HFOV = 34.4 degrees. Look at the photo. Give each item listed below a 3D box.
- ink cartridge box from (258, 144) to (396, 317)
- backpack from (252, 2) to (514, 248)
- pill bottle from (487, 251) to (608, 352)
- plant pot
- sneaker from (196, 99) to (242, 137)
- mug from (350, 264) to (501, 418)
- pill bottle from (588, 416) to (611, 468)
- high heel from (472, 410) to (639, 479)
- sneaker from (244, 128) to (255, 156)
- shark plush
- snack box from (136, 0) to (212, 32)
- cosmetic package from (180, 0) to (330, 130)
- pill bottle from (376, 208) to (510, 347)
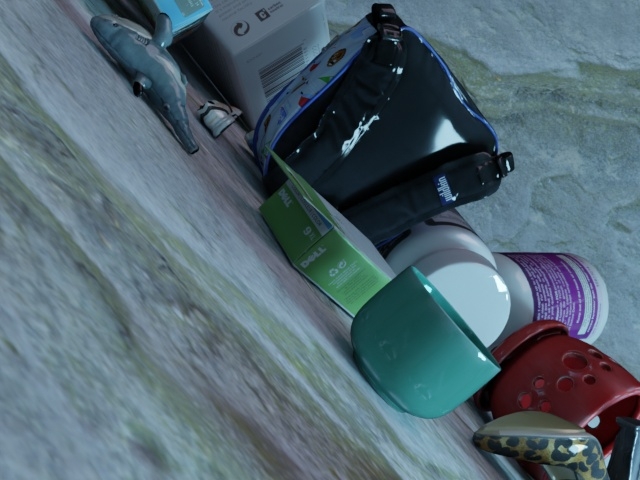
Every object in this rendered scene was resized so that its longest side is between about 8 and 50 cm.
[{"bbox_3d":[0.000,0.000,1.106,0.209,0.062,0.109,42,10,-42],"label":"ink cartridge box"},{"bbox_3d":[0.049,-0.125,1.282,0.276,0.263,0.213,48,1,-23],"label":"backpack"},{"bbox_3d":[0.293,0.100,1.591,0.302,0.169,0.169,1,41,-42],"label":"pill bottle"},{"bbox_3d":[0.319,0.212,1.406,0.174,0.191,0.191,50,7,33],"label":"plant pot"},{"bbox_3d":[-0.126,-0.158,1.277,0.044,0.040,0.109,46,7,-7],"label":"sneaker"},{"bbox_3d":[0.098,0.110,0.974,0.158,0.097,0.129,45,8,-35],"label":"mug"},{"bbox_3d":[0.377,0.267,1.635,0.146,0.146,0.264,48,7,-7],"label":"pill bottle"},{"bbox_3d":[0.281,0.304,1.240,0.261,0.186,0.093,7,8,-26],"label":"high heel"},{"bbox_3d":[-0.051,-0.102,1.431,0.162,0.063,0.073,27,40,-60],"label":"sneaker"},{"bbox_3d":[-0.175,-0.154,1.037,0.067,0.073,0.161,-21,90,-62],"label":"shark plush"},{"bbox_3d":[-0.217,-0.345,1.306,0.187,0.060,0.322,60,-5,-12],"label":"snack box"},{"bbox_3d":[-0.168,-0.400,1.601,0.453,0.162,0.230,52,-11,25],"label":"cosmetic package"},{"bbox_3d":[0.138,0.034,1.372,0.161,0.161,0.283,46,8,-25],"label":"pill bottle"}]
